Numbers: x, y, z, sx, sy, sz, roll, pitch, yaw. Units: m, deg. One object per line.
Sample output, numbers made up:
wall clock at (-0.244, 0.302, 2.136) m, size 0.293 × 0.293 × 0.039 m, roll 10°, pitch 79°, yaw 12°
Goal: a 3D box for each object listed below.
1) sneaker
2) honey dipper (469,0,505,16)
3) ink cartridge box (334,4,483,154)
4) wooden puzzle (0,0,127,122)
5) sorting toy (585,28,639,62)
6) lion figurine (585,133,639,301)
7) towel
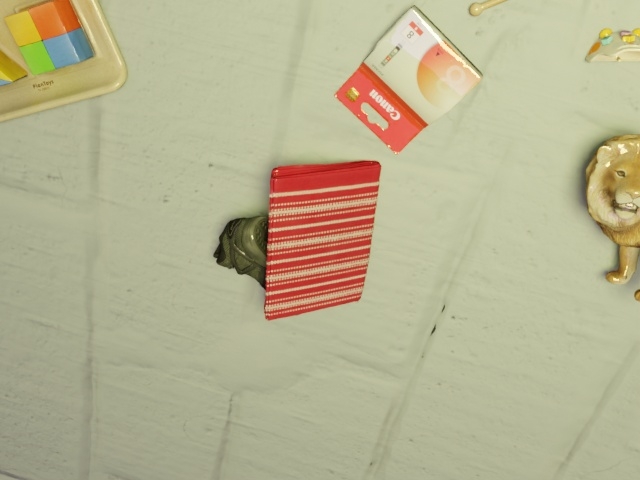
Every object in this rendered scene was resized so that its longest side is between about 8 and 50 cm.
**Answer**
sneaker at (-0.105, 0.044, 1.040) m, size 0.130 × 0.087 × 0.228 m, roll 5°, pitch 142°, yaw 39°
honey dipper at (0.281, -0.343, 0.782) m, size 0.160 × 0.030 × 0.031 m, roll -15°, pitch 113°, yaw 22°
ink cartridge box at (0.125, -0.232, 0.865) m, size 0.145 × 0.045 × 0.179 m, roll 41°, pitch 115°, yaw -9°
wooden puzzle at (-0.515, -0.372, 0.911) m, size 0.321 × 0.080 × 0.348 m, roll -9°, pitch 114°, yaw 17°
sorting toy at (0.409, -0.255, 0.771) m, size 0.083 × 0.075 × 0.045 m, roll 4°, pitch 118°, yaw 10°
lion figurine at (0.567, -0.029, 0.838) m, size 0.391 × 0.142 × 0.240 m, roll 1°, pitch 110°, yaw -4°
towel at (0.000, 0.000, 0.965) m, size 0.198 × 0.031 × 0.275 m, roll -9°, pitch 122°, yaw -25°
